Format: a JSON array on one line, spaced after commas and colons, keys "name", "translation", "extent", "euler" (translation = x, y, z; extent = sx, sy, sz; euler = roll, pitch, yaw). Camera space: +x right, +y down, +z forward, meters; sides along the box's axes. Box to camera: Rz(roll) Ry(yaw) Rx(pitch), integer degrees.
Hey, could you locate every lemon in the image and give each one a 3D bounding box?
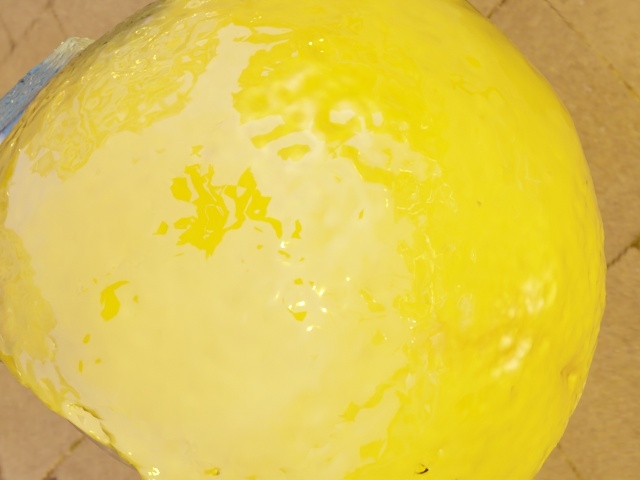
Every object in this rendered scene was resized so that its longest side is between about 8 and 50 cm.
[{"name": "lemon", "translation": [0.000, 0.000, 0.436], "extent": [0.240, 0.240, 0.219], "euler": [30, 78, 39]}]

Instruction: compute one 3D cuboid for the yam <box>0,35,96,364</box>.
[{"name": "yam", "translation": [-0.207, -0.036, 0.909], "extent": [0.271, 0.201, 0.202], "euler": [-49, 24, 9]}]
